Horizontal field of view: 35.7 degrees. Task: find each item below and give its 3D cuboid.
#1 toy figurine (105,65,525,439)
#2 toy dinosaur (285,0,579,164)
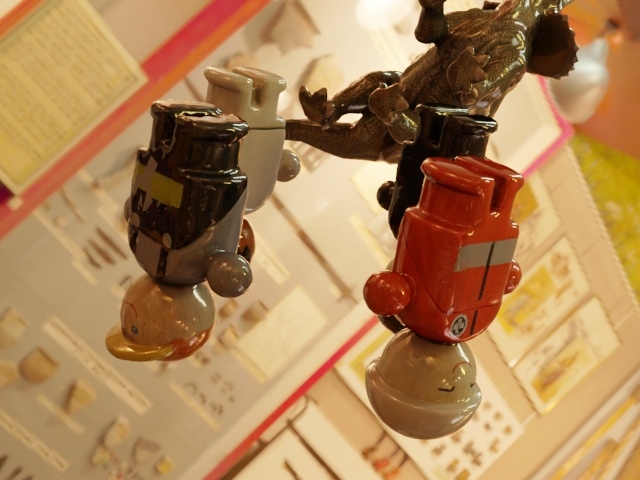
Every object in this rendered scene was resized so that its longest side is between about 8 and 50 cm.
[{"bbox_3d":[0.000,0.000,0.552,0.209,0.148,0.213,10,19,-1],"label":"toy figurine"},{"bbox_3d":[0.084,-0.111,0.773,0.160,0.313,0.121,19,34,-59],"label":"toy dinosaur"}]
